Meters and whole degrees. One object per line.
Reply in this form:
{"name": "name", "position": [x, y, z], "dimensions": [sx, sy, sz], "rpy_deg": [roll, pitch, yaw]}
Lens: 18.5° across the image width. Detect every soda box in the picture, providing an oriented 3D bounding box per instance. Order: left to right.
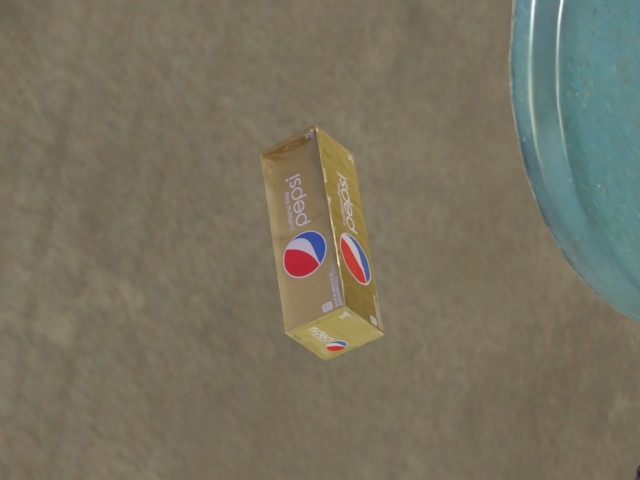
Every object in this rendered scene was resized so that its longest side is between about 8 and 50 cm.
{"name": "soda box", "position": [0.000, 0.000, 1.584], "dimensions": [0.058, 0.061, 0.181], "rpy_deg": [-26, 53, 23]}

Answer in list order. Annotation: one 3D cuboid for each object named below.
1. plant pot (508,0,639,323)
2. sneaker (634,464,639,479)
{"name": "plant pot", "position": [0.287, -0.041, 0.563], "dimensions": [0.341, 0.341, 0.334], "rpy_deg": [-37, 41, -10]}
{"name": "sneaker", "position": [0.298, 0.031, 1.175], "dimensions": [0.134, 0.146, 0.343], "rpy_deg": [32, 111, 10]}
